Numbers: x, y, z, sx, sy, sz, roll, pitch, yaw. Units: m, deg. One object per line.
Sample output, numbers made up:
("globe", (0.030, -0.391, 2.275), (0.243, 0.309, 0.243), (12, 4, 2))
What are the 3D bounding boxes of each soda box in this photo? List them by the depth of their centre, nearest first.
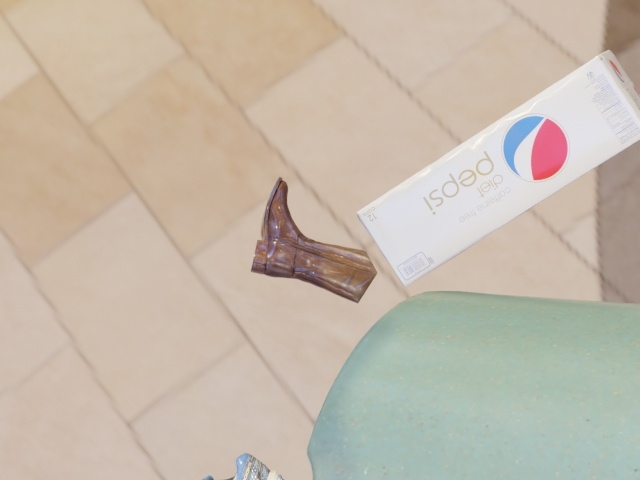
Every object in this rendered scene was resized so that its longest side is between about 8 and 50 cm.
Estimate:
("soda box", (0.137, -0.053, 1.407), (0.216, 0.069, 0.074), (-32, 0, 18))

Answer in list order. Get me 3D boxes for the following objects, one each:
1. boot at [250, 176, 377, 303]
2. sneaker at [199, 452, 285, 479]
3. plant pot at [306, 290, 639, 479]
("boot", (0.000, 0.000, 1.770), (0.114, 0.037, 0.106), (14, 65, -2))
("sneaker", (-0.093, 0.232, 1.634), (0.135, 0.058, 0.052), (-42, 3, 9))
("plant pot", (0.188, 0.174, 1.077), (0.334, 0.341, 0.341), (9, 57, 34))
